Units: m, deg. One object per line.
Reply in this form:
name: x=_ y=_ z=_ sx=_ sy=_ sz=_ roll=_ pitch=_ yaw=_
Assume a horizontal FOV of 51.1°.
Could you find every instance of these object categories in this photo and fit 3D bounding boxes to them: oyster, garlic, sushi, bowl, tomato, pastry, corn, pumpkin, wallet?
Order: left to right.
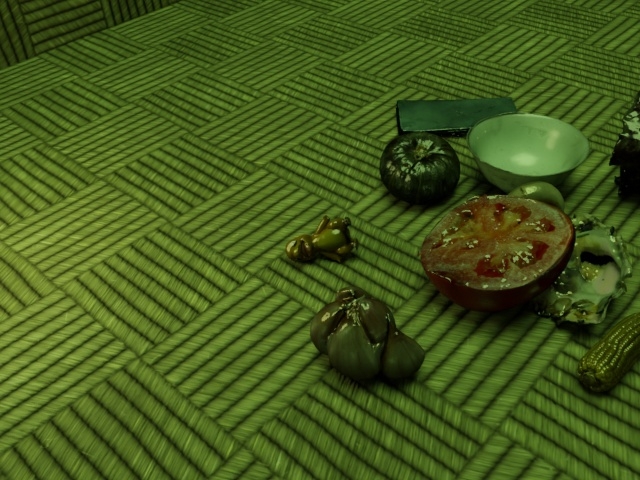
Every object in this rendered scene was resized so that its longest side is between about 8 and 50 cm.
garlic: x=0.085 y=0.201 z=1.327 sx=0.160 sy=0.191 sz=0.214 roll=-40 pitch=59 yaw=-4
pumpkin: x=0.265 y=-0.198 z=1.788 sx=0.223 sy=0.157 sz=0.224 roll=0 pitch=51 yaw=0
wallet: x=0.426 y=-0.387 z=2.091 sx=0.378 sy=0.046 sz=0.191 roll=-2 pitch=40 yaw=1
tomato: x=0.395 y=0.046 z=1.478 sx=0.338 sy=0.144 sz=0.338 roll=-14 pitch=35 yaw=10
bowl: x=0.539 y=-0.205 z=1.780 sx=0.313 sy=0.146 sz=0.313 roll=-2 pitch=41 yaw=1
pastry: x=0.509 y=-0.075 z=1.622 sx=0.156 sy=0.156 sz=0.092 roll=-13 pitch=36 yaw=-10
oyster: x=0.591 y=0.070 z=1.491 sx=0.201 sy=0.107 sz=0.355 roll=-5 pitch=43 yaw=39
corn: x=0.590 y=0.217 z=1.322 sx=0.231 sy=0.080 sz=0.080 roll=-29 pitch=45 yaw=-34
sushi: x=0.912 y=-0.241 z=1.686 sx=0.294 sy=0.281 sz=0.299 roll=13 pitch=49 yaw=29

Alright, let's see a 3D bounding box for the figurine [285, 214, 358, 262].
figurine: x=-0.002 y=0.000 z=1.639 sx=0.176 sy=0.121 sz=0.122 roll=-19 pitch=12 yaw=-3
